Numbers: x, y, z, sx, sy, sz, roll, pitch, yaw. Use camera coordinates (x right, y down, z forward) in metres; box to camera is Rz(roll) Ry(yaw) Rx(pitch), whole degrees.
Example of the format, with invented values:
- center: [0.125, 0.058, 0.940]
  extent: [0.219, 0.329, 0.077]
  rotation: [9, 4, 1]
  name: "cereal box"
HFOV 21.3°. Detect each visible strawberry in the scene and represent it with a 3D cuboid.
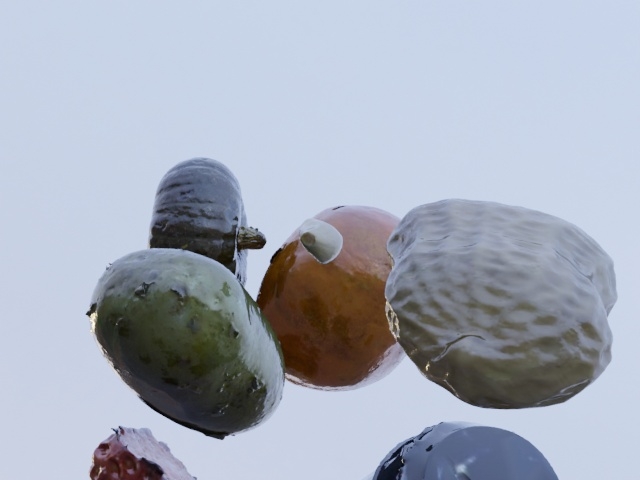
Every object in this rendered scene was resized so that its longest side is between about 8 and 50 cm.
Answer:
- center: [-0.224, 0.390, 2.356]
  extent: [0.253, 0.150, 0.280]
  rotation: [46, 0, 12]
  name: "strawberry"

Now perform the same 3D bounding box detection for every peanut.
- center: [0.143, 0.048, 1.377]
  extent: [0.196, 0.233, 0.110]
  rotation: [14, -65, 2]
  name: "peanut"

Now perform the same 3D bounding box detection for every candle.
- center: [0.107, 0.345, 1.884]
  extent: [0.221, 0.221, 0.342]
  rotation: [30, -38, -13]
  name: "candle"

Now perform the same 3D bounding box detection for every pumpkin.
- center: [-0.158, 0.001, 2.412]
  extent: [0.162, 0.219, 0.219]
  rotation: [2, -30, 1]
  name: "pumpkin"

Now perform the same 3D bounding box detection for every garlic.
- center: [-0.001, 0.000, 1.935]
  extent: [0.053, 0.041, 0.083]
  rotation: [44, 9, -3]
  name: "garlic"

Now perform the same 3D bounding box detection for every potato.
- center: [-0.153, 0.124, 2.028]
  extent: [0.210, 0.173, 0.307]
  rotation: [1, -33, 32]
  name: "potato"

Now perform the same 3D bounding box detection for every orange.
- center: [0.036, 0.086, 2.409]
  extent: [0.226, 0.284, 0.284]
  rotation: [38, -24, 16]
  name: "orange"
